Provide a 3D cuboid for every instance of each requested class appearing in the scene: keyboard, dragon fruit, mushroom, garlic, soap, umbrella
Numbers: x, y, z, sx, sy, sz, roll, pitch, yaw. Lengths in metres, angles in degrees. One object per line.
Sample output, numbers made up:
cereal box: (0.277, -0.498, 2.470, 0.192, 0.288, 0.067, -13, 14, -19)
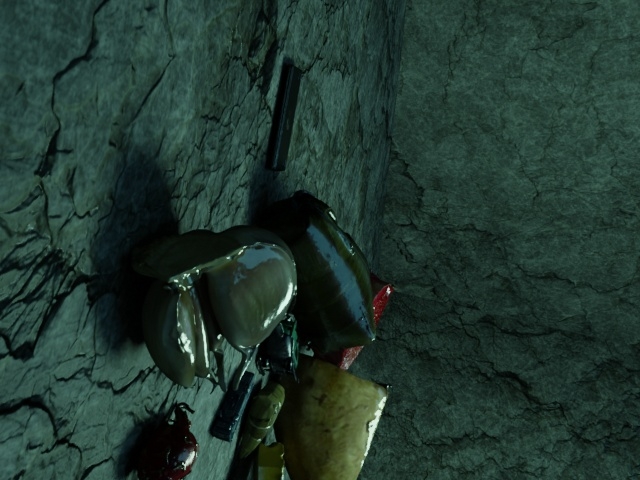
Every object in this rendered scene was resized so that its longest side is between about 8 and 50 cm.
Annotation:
keyboard: (-0.077, -0.263, 1.411, 0.093, 0.025, 0.230, -16, 117, -76)
dragon fruit: (-0.242, 0.334, 1.093, 0.190, 0.094, 0.094, -65, 164, -65)
mushroom: (-0.019, 0.548, 1.875, 0.224, 0.313, 0.397, -7, -122, 59)
dragon fruit: (0.067, 0.250, 2.154, 0.371, 0.249, 0.386, -61, 164, -5)
garlic: (-0.153, 0.092, 0.972, 0.292, 0.210, 0.237, 77, 19, -46)
soap: (-0.140, 0.615, 1.744, 0.232, 0.073, 0.140, 118, -28, -72)
umbrella: (-0.227, 0.609, 1.647, 0.122, 0.022, 0.013, -62, 172, -22)

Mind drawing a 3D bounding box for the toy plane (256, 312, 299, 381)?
toy plane: (-0.102, 0.255, 1.683, 0.382, 0.106, 0.155, 82, 17, -59)

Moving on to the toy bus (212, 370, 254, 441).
toy bus: (-0.194, 0.374, 1.473, 0.065, 0.047, 0.166, 95, 12, -49)

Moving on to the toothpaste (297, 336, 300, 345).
toothpaste: (-0.091, 0.390, 2.053, 0.048, 0.031, 0.190, 87, 15, -44)

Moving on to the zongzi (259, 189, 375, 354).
zongzi: (0.000, 0.000, 1.592, 0.432, 0.208, 0.403, -81, 151, -55)

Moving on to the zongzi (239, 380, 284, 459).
zongzi: (-0.156, 0.471, 1.714, 0.160, 0.078, 0.176, -20, 132, -77)
